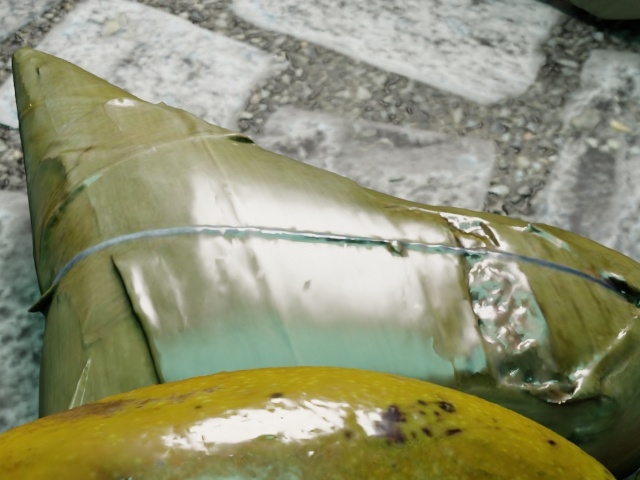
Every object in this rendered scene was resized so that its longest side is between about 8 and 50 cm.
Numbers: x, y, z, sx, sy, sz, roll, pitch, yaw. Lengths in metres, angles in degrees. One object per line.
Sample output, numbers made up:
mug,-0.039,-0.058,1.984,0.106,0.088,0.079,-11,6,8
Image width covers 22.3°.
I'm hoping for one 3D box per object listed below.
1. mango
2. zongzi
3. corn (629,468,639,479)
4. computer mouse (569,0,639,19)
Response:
mango,-0.008,0.146,0.717,0.329,0.177,0.176,-10,29,-2
zongzi,0.000,0.000,0.952,0.356,0.174,0.393,-10,54,-5
corn,0.289,0.114,0.896,0.293,0.106,0.106,-23,54,-8
computer mouse,0.161,-0.299,1.143,0.429,0.228,0.145,31,60,23
